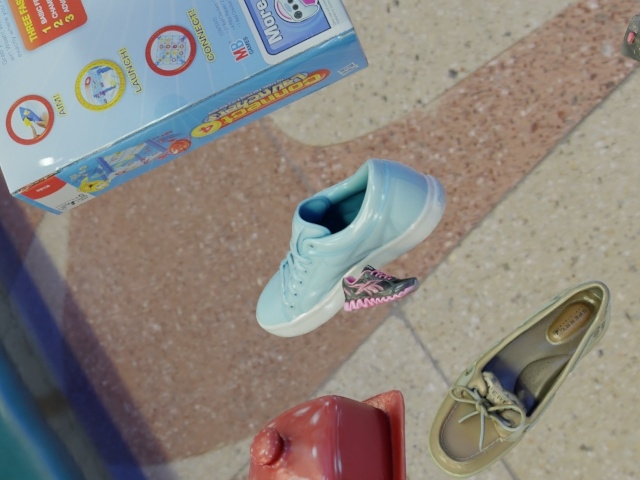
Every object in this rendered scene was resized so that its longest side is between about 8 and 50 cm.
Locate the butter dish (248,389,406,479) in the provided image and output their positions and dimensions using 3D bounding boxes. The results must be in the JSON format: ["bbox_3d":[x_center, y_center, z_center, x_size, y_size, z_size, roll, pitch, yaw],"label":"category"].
[{"bbox_3d":[-0.012,0.203,0.869,0.160,0.118,0.159,-32,36,32],"label":"butter dish"}]

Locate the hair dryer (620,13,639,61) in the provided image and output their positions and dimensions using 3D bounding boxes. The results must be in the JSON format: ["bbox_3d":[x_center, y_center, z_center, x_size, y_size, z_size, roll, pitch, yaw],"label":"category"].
[{"bbox_3d":[0.384,-0.160,0.673,0.293,0.224,0.080,29,139,44],"label":"hair dryer"}]

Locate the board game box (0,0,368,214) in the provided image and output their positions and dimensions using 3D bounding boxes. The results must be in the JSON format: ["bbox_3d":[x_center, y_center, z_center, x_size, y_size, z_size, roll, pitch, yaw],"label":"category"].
[{"bbox_3d":[-0.159,-0.224,0.826,0.302,0.086,0.308,-24,76,6],"label":"board game box"}]

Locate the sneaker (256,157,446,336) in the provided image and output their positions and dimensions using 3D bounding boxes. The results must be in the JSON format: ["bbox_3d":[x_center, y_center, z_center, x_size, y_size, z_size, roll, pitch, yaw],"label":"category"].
[{"bbox_3d":[0.000,0.000,1.378,0.366,0.150,0.135,-43,36,30],"label":"sneaker"}]

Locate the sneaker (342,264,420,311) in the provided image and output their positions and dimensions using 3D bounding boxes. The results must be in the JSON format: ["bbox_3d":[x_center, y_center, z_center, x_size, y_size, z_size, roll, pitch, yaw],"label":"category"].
[{"bbox_3d":[0.076,0.058,1.300,0.119,0.047,0.057,-16,83,33],"label":"sneaker"}]

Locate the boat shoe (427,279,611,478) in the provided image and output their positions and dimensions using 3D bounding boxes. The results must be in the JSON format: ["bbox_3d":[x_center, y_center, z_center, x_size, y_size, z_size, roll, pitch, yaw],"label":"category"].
[{"bbox_3d":[0.229,0.155,1.138,0.105,0.285,0.089,39,173,17],"label":"boat shoe"}]
